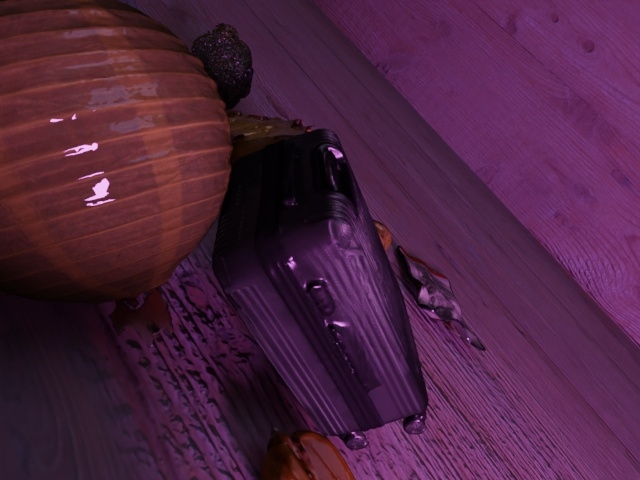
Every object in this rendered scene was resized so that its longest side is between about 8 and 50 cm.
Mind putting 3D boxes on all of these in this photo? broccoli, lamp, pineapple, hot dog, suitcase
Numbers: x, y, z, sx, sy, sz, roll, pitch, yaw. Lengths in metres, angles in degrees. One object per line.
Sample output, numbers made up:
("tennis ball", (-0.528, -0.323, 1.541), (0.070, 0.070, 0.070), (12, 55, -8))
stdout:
("broccoli", (-0.183, -0.317, 0.912), (0.138, 0.145, 0.162), (18, 38, 23))
("lamp", (-0.182, -0.048, 0.396), (0.250, 0.250, 0.284), (-38, 110, -63))
("pineapple", (-0.110, -0.122, 0.714), (0.236, 0.114, 0.186), (24, 29, 35))
("hot dog", (0.017, 0.259, 0.406), (0.092, 0.062, 0.235), (1, 51, -53))
("suitcase", (0.011, 0.057, 0.509), (0.202, 0.128, 0.312), (-95, 163, -52))

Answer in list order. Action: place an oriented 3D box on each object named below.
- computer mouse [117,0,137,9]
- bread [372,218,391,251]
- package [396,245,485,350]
("computer mouse", (-0.455, -0.466, 0.768), (0.371, 0.122, 0.188), (16, 37, -37))
("bread", (0.001, 0.001, 0.740), (0.368, 0.084, 0.077), (-5, 75, -56))
("package", (0.223, 0.108, 0.942), (0.166, 0.040, 0.232), (34, 20, -24))
